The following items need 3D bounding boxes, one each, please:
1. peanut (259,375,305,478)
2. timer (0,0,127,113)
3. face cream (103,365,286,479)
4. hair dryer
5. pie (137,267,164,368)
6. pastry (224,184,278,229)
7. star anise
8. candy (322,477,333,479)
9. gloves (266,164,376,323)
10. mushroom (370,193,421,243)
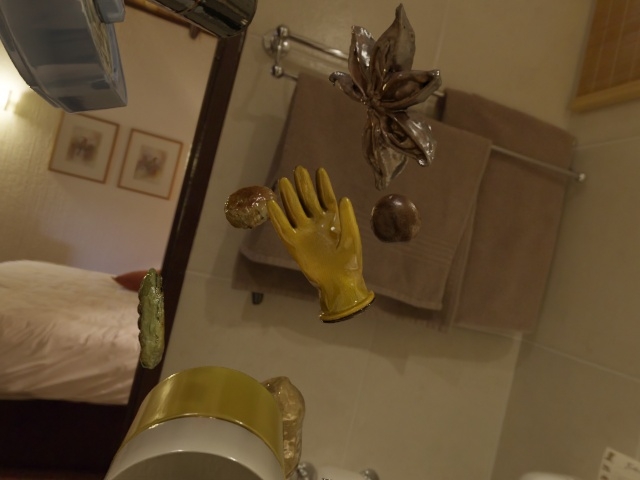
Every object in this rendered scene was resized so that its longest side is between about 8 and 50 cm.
[{"bbox_3d":[-0.093,0.354,0.845,0.129,0.224,0.129,5,15,-1],"label":"peanut"},{"bbox_3d":[-0.434,-0.431,0.769,0.173,0.395,0.395,-10,4,-13],"label":"timer"},{"bbox_3d":[-0.154,0.302,0.586,0.218,0.218,0.179,13,13,-9],"label":"face cream"},{"bbox_3d":[-0.157,-0.464,0.576,0.107,0.352,0.189,8,5,30],"label":"hair dryer"},{"bbox_3d":[-0.496,0.221,1.319,0.071,0.306,0.306,-2,5,-24],"label":"pie"},{"bbox_3d":[-0.190,-0.094,1.244,0.153,0.081,0.153,-12,32,8],"label":"pastry"},{"bbox_3d":[0.087,-0.174,0.540,0.063,0.208,0.172,-14,-18,-25],"label":"star anise"},{"bbox_3d":[-0.031,0.604,0.977,0.226,0.094,0.051,-20,-25,-34],"label":"candy"},{"bbox_3d":[-0.001,0.001,0.865,0.133,0.294,0.116,-26,10,-23],"label":"gloves"},{"bbox_3d":[0.167,-0.047,1.011,0.127,0.127,0.087,12,19,41],"label":"mushroom"}]
